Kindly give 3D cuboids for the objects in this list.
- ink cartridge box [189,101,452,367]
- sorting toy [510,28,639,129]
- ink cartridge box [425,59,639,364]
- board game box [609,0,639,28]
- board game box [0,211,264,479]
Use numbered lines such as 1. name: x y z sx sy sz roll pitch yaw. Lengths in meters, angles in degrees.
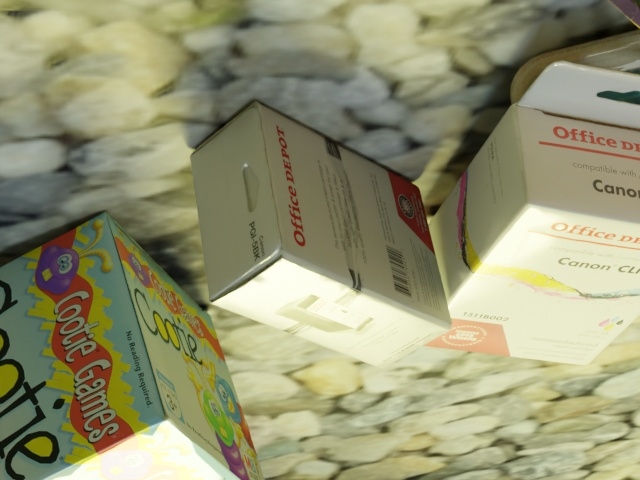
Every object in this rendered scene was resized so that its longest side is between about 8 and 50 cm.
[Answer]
1. ink cartridge box: 0.000 0.000 0.756 0.056 0.099 0.135 -33 140 31
2. sorting toy: 0.220 -0.060 0.792 0.208 0.038 0.193 -17 147 7
3. ink cartridge box: 0.136 -0.008 0.768 0.115 0.067 0.198 7 147 -16
4. board game box: 0.198 -0.162 0.623 0.170 0.048 0.141 -32 144 27
5. board game box: -0.194 0.130 0.815 0.275 0.142 0.144 -28 145 7
